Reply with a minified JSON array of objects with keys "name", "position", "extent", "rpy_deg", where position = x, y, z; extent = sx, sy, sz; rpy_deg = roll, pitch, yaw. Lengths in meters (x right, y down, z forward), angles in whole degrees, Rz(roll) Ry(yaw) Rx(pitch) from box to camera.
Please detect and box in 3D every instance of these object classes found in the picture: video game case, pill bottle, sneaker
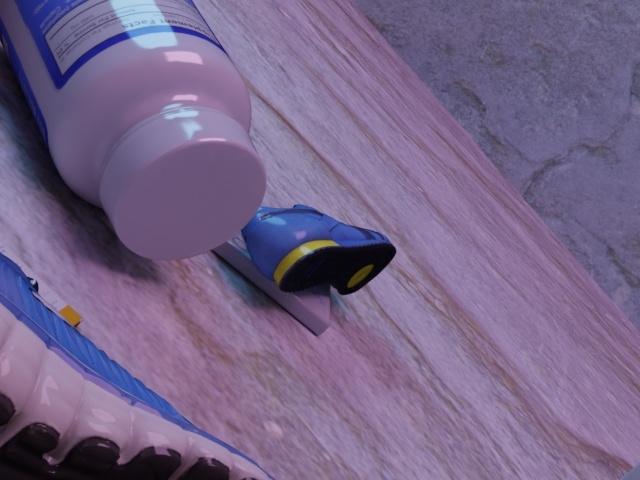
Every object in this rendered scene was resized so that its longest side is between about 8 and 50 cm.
[{"name":"video game case","position":[-0.052,0.002,0.951],"extent":[0.157,0.019,0.143],"rpy_deg":[40,18,-15]},{"name":"pill bottle","position":[-0.143,-0.116,0.791],"extent":[0.152,0.152,0.272],"rpy_deg":[24,27,-49]},{"name":"sneaker","position":[0.000,0.000,0.930],"extent":[0.082,0.069,0.209],"rpy_deg":[48,18,22]},{"name":"sneaker","position":[-0.120,0.074,0.428],"extent":[0.330,0.130,0.147],"rpy_deg":[50,0,-31]}]

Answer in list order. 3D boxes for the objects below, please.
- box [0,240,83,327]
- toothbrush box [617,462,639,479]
[{"name":"box","position":[-0.200,0.016,0.567],"extent":[0.136,0.028,0.081],"rpy_deg":[42,17,0]},{"name":"toothbrush box","position":[0.276,0.256,0.802],"extent":[0.283,0.206,0.122],"rpy_deg":[21,29,-54]}]
